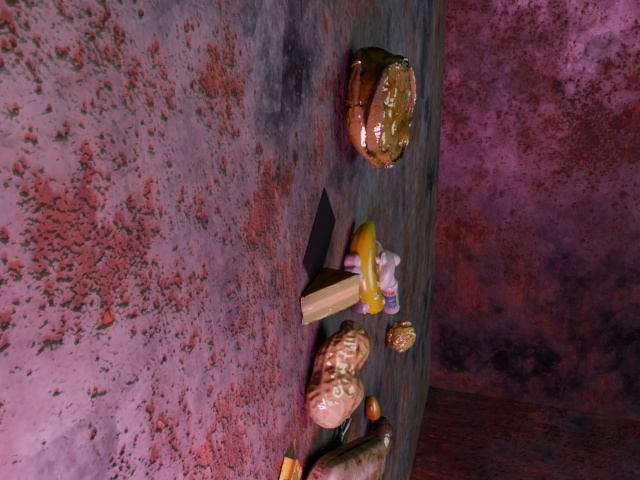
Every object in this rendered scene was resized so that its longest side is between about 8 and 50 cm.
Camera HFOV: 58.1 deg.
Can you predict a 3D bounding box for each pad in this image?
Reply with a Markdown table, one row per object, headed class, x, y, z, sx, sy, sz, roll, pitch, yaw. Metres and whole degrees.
| class | x | y | z | sx | sy | sz | roll | pitch | yaw |
| --- | --- | --- | --- | --- | --- | --- | --- | --- | --- |
| pad | 0.000 | 0.000 | 1.211 | 0.127 | 0.004 | 0.190 | 70 | 30 | -55 |

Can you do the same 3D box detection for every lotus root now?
| class | x | y | z | sx | sy | sz | roll | pitch | yaw |
| --- | --- | --- | --- | --- | --- | --- | --- | --- | --- |
| lotus root | 0.193 | 0.671 | 1.925 | 0.081 | 0.089 | 0.179 | 39 | 51 | -19 |

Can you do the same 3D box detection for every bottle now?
| class | x | y | z | sx | sy | sz | roll | pitch | yaw |
| --- | --- | --- | --- | --- | --- | --- | --- | --- | --- |
| bottle | 0.233 | 0.160 | 1.936 | 0.217 | 0.060 | 0.060 | 80 | 23 | -43 |

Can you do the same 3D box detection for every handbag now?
| class | x | y | z | sx | sy | sz | roll | pitch | yaw |
| --- | --- | --- | --- | --- | --- | --- | --- | --- | --- |
| handbag | -0.058 | 0.464 | 1.128 | 0.083 | 0.027 | 0.061 | 76 | 24 | -55 |

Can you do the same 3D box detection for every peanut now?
| class | x | y | z | sx | sy | sz | roll | pitch | yaw |
| --- | --- | --- | --- | --- | --- | --- | --- | --- | --- |
| peanut | 0.041 | 0.290 | 1.255 | 0.196 | 0.110 | 0.232 | 49 | 48 | -61 |

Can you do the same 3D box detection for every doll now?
| class | x | y | z | sx | sy | sz | roll | pitch | yaw |
| --- | --- | --- | --- | --- | --- | --- | --- | --- | --- |
| doll | 0.131 | 0.078 | 1.494 | 0.237 | 0.111 | 0.252 | 57 | 39 | -40 |

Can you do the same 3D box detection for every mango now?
| class | x | y | z | sx | sy | sz | roll | pitch | yaw |
| --- | --- | --- | --- | --- | --- | --- | --- | --- | --- |
| mango | 0.168 | 0.543 | 1.873 | 0.060 | 0.046 | 0.089 | -51 | 130 | -65 |

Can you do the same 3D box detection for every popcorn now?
| class | x | y | z | sx | sy | sz | roll | pitch | yaw |
| --- | --- | --- | --- | --- | --- | --- | --- | --- | --- |
| popcorn | 0.294 | 0.357 | 2.146 | 0.106 | 0.121 | 0.116 | -28 | 101 | -27 |

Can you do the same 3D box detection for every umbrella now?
| class | x | y | z | sx | sy | sz | roll | pitch | yaw |
| --- | --- | --- | --- | --- | --- | --- | --- | --- | --- |
| umbrella | 0.049 | 0.510 | 1.479 | 0.044 | 0.044 | 0.268 | 32 | 55 | -21 |

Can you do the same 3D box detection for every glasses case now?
| class | x | y | z | sx | sy | sz | roll | pitch | yaw |
| --- | --- | --- | --- | --- | --- | --- | --- | --- | --- |
| glasses case | 0.065 | 0.573 | 1.386 | 0.425 | 0.098 | 0.156 | 20 | 83 | -65 |

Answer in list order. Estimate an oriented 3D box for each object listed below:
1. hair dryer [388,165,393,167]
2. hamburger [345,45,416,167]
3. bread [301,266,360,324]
| class | x | y | z | sx | sy | sz | roll | pitch | yaw |
| --- | --- | --- | --- | --- | --- | --- | --- | --- | --- |
| hair dryer | 0.185 | -0.239 | 1.706 | 0.124 | 0.038 | 0.063 | -34 | 126 | -60 |
| hamburger | 0.133 | -0.305 | 1.338 | 0.285 | 0.135 | 0.265 | 23 | 80 | -67 |
| bread | 0.021 | 0.118 | 1.173 | 0.139 | 0.084 | 0.074 | -48 | 143 | -59 |
